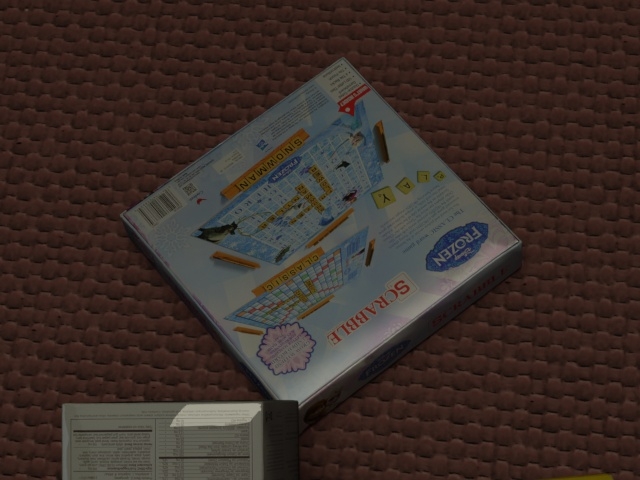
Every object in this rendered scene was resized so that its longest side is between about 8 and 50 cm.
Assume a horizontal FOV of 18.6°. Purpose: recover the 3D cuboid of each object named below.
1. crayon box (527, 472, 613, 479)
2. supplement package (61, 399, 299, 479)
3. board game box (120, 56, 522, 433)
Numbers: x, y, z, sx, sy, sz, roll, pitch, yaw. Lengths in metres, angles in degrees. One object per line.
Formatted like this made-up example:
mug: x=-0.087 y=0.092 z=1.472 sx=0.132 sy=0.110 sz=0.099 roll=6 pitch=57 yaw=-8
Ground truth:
crayon box: x=0.169 y=0.412 z=1.838 sx=0.313 sy=0.106 sz=0.363 roll=-1 pitch=60 yaw=-21
supplement package: x=-0.130 y=0.286 z=1.887 sx=0.198 sy=0.199 sz=0.262 roll=-2 pitch=85 yaw=9
board game box: x=0.000 y=0.000 z=2.149 sx=0.319 sy=0.066 sz=0.318 roll=-36 pitch=64 yaw=-12
